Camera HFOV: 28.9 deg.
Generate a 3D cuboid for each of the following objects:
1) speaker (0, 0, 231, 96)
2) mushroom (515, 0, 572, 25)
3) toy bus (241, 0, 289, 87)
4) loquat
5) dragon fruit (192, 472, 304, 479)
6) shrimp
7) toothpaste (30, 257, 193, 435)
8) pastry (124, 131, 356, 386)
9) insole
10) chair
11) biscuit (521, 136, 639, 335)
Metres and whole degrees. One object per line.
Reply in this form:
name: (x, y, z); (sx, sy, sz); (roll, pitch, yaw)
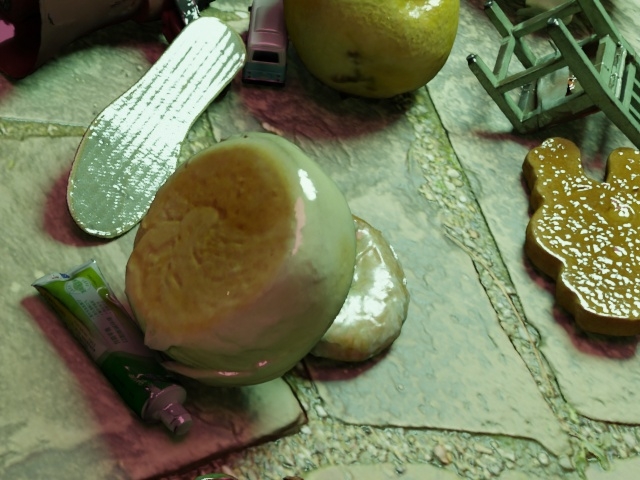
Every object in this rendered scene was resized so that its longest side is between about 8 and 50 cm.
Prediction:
speaker: (-0.241, -0.306, 1.552); (0.329, 0.198, 0.259); (-14, 38, -31)
mushroom: (0.334, -0.402, 1.719); (0.246, 0.202, 0.246); (11, 5, -1)
toy bus: (-0.068, -0.263, 1.601); (0.060, 0.075, 0.123); (6, 47, -3)
loquat: (0.065, -0.299, 1.546); (0.243, 0.244, 0.244); (4, 47, -5)
dragon fruit: (-0.055, 0.280, 1.038); (0.272, 0.218, 0.198); (-30, 96, -36)
shrimp: (0.000, 0.000, 1.381); (0.168, 0.077, 0.317); (-1, 53, -21)
toothpaste: (-0.205, 0.107, 1.266); (0.078, 0.047, 0.248); (-24, 53, -29)
pastry: (-0.080, 0.017, 1.245); (0.264, 0.133, 0.265); (-12, 66, 29)
insole: (-0.190, -0.141, 1.458); (0.119, 0.009, 0.348); (40, 57, -12)
chair: (0.324, -0.196, 1.584); (0.270, 0.147, 0.136); (46, 44, -27)
biscuit: (0.326, -0.007, 1.453); (0.185, 0.044, 0.295); (8, 46, 3)
